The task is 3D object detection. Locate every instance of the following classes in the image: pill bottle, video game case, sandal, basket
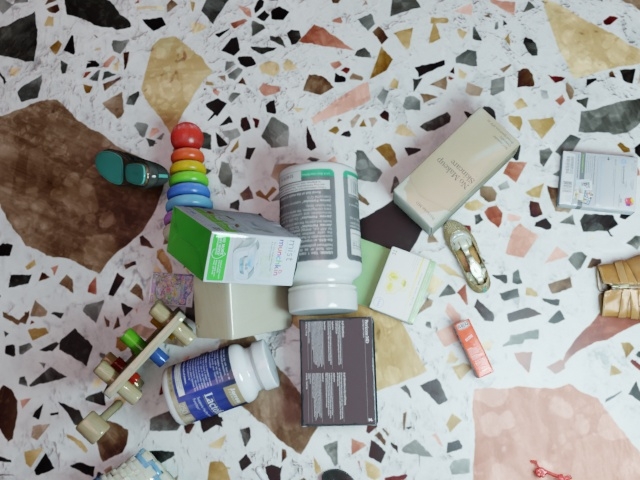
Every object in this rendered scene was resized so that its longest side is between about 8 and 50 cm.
[{"bbox_3d":[0.000,0.000,1.790,0.204,0.204,0.361,-3,78,6],"label":"pill bottle"},{"bbox_3d":[-0.395,0.131,1.907,0.122,0.011,0.087,4,79,7],"label":"video game case"},{"bbox_3d":[0.076,0.628,1.743,0.179,0.040,0.067,44,87,12],"label":"sandal"},{"bbox_3d":[-0.464,0.667,1.701,0.289,0.201,0.255,-37,75,-26],"label":"basket"},{"bbox_3d":[-0.245,0.346,1.776,0.265,0.153,0.153,-20,78,3],"label":"pill bottle"}]

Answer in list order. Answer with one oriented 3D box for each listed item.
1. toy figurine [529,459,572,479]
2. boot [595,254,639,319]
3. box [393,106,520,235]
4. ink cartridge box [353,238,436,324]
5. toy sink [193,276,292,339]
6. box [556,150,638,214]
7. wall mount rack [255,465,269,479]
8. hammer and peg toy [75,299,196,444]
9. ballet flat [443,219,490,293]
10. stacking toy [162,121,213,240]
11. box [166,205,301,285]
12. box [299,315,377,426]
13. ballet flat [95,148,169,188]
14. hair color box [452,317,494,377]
[{"bbox_3d":[0.438,0.655,1.580,0.191,0.217,0.362,33,83,35],"label":"toy figurine"},{"bbox_3d":[0.792,0.169,1.716,0.220,0.109,0.283,-6,76,4],"label":"boot"},{"bbox_3d":[0.342,-0.172,1.828,0.311,0.121,0.148,-45,79,-4],"label":"box"},{"bbox_3d":[0.157,0.096,1.832,0.235,0.056,0.171,21,82,8],"label":"ink cartridge box"},{"bbox_3d":[-0.196,0.157,1.797,0.131,0.234,0.152,-3,91,35],"label":"toy sink"},{"bbox_3d":[0.706,-0.148,1.825,0.186,0.038,0.145,6,80,8],"label":"box"},{"bbox_3d":[-0.159,0.695,1.658,0.350,0.130,0.304,-24,70,25],"label":"wall mount rack"},{"bbox_3d":[-0.466,0.305,1.750,0.127,0.266,0.361,44,81,-7],"label":"hammer and peg toy"},{"bbox_3d":[0.376,0.035,1.811,0.073,0.067,0.206,-28,77,2],"label":"ballet flat"},{"bbox_3d":[-0.357,-0.162,1.906,0.141,0.141,0.330,-8,73,5],"label":"stacking toy"},{"bbox_3d":[-0.212,0.007,1.716,0.231,0.262,0.126,5,102,-33],"label":"box"},{"bbox_3d":[0.047,0.325,1.774,0.184,0.103,0.261,-3,78,9],"label":"box"},{"bbox_3d":[-0.501,-0.185,1.925,0.280,0.096,0.095,21,107,43],"label":"ballet flat"},{"bbox_3d":[0.376,0.267,1.764,0.043,0.072,0.141,-25,78,2],"label":"hair color box"}]
